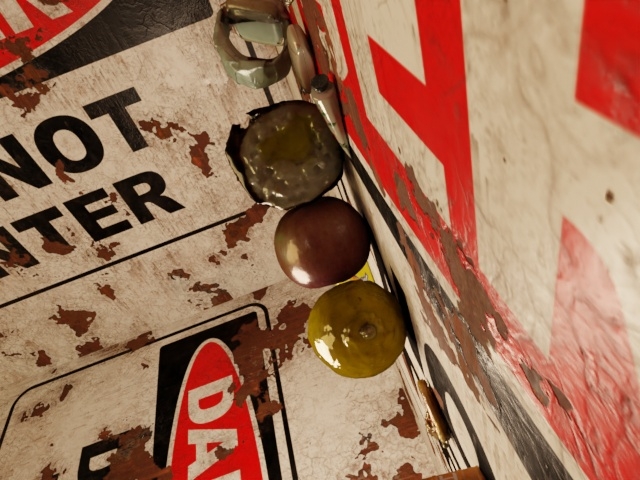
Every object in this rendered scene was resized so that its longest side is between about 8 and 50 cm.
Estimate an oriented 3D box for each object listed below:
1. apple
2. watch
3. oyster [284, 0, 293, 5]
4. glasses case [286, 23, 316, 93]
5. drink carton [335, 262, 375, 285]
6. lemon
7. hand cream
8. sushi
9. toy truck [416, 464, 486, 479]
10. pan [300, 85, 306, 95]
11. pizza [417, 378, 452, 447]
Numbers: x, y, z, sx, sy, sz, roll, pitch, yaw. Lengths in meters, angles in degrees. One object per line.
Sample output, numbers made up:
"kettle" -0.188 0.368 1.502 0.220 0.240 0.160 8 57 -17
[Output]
"apple" 0.000 0.000 1.288 0.306 0.305 0.235 -107 -4 -78
"watch" -0.194 -0.561 1.298 0.162 0.253 0.242 65 -138 -70
"oyster" -0.078 -0.523 0.813 0.105 0.056 0.177 -123 15 -56
"glasses case" -0.043 -0.431 1.078 0.204 0.051 0.081 67 -176 -72
"drink carton" 0.122 0.124 1.840 0.111 0.154 0.352 -108 -3 -76
"lemon" 0.096 0.237 1.204 0.316 0.285 0.286 15 -129 -59
"hand cream" 0.028 -0.260 0.957 0.080 0.050 0.234 65 -175 27
"sushi" -0.093 -0.231 1.239 0.294 0.299 0.282 -97 2 -79
"toy truck" 0.301 0.646 0.840 0.207 0.173 0.388 -56 -51 -81
"pan" -0.058 -0.527 1.539 0.115 0.023 0.069 -160 49 -87
"pizza" 0.309 0.491 1.240 0.195 0.052 0.185 68 -176 -48
